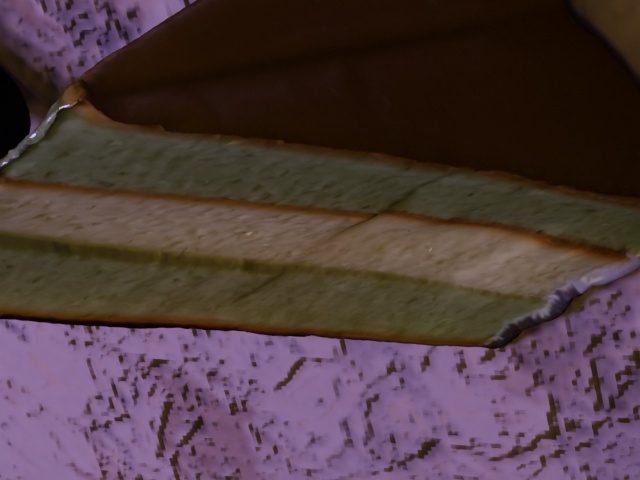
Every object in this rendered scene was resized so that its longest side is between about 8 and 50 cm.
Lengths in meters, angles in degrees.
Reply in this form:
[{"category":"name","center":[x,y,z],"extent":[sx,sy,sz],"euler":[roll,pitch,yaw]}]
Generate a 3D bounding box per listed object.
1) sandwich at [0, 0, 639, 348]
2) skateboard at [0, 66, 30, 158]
[{"category":"sandwich","center":[0.000,0.000,0.546],"extent":[0.144,0.187,0.117],"euler":[51,132,-3]},{"category":"skateboard","center":[-0.151,-0.086,0.655],"extent":[0.080,0.067,0.151],"euler":[-33,99,32]}]
